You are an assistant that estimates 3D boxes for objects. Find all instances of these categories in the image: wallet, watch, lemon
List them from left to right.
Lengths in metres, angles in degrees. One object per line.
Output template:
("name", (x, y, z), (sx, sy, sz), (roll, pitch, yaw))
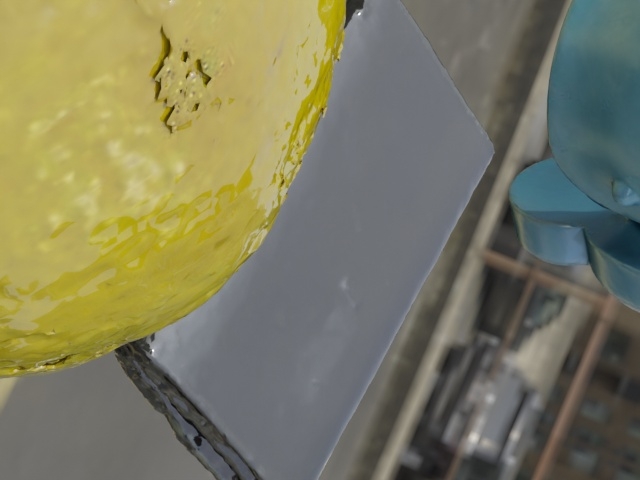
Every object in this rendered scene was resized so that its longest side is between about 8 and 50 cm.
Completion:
("lemon", (-0.109, -0.086, 0.527), (0.263, 0.236, 0.236), (35, 77, -57))
("wallet", (-0.001, 0.000, 1.582), (0.228, 0.062, 0.406), (51, 53, -31))
("watch", (0.198, -0.066, 0.934), (0.211, 0.211, 0.193), (-48, 142, -54))
